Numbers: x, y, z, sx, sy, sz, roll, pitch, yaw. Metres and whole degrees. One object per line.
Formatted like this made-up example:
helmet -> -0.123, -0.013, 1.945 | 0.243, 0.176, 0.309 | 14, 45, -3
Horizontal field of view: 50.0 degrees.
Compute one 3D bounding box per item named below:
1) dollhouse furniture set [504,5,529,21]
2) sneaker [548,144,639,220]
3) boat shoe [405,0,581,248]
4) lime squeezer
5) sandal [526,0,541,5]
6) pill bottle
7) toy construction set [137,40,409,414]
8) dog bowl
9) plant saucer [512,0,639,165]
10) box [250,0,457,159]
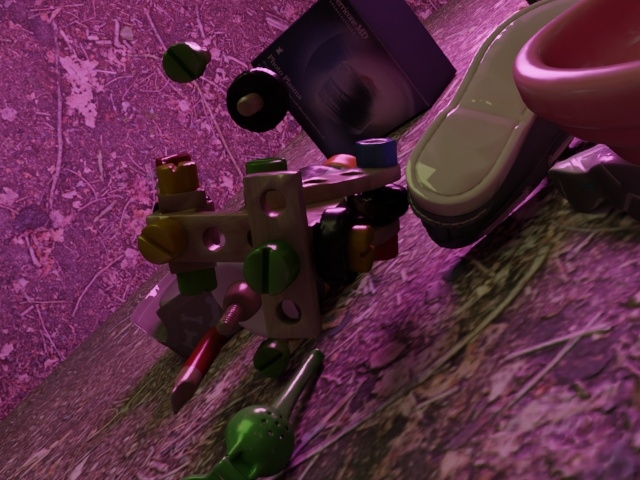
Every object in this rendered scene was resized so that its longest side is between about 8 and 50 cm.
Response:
dollhouse furniture set -> 0.238, -0.312, 0.870 | 0.301, 0.151, 0.197 | -60, 7, 14
sneaker -> 0.218, -0.052, 0.481 | 0.061, 0.054, 0.152 | -38, 12, 0
boat shoe -> 0.193, -0.121, 0.660 | 0.116, 0.099, 0.319 | 28, 65, 32
lime squeezer -> -0.082, 0.187, 0.542 | 0.310, 0.059, 0.110 | -49, 15, -29
sandal -> 0.465, -0.469, 1.114 | 0.303, 0.120, 0.086 | -39, -15, 0
pill bottle -> -0.018, -0.006, 0.842 | 0.130, 0.130, 0.246 | -26, 20, 50
toy construction set -> -0.071, 0.025, 0.590 | 0.237, 0.257, 0.309 | -64, -5, -68
dog bowl -> -0.140, 0.044, 1.099 | 0.349, 0.102, 0.349 | -38, 12, 10
plant saucer -> 0.281, -0.133, 0.387 | 0.332, 0.084, 0.332 | -26, 18, 9
box -> 0.066, -0.364, 1.439 | 0.294, 0.296, 0.183 | -29, 16, 43
